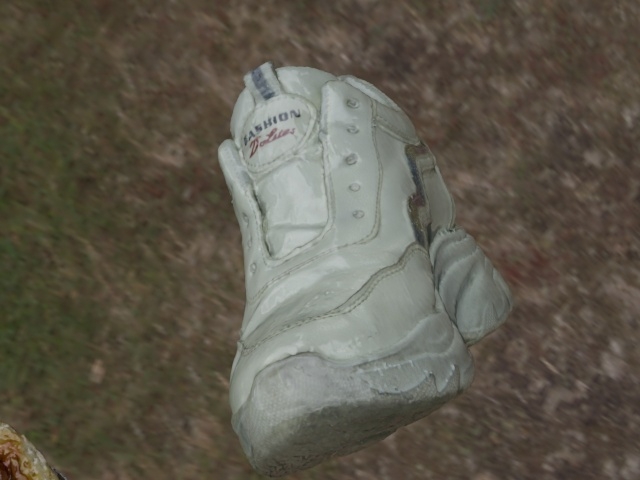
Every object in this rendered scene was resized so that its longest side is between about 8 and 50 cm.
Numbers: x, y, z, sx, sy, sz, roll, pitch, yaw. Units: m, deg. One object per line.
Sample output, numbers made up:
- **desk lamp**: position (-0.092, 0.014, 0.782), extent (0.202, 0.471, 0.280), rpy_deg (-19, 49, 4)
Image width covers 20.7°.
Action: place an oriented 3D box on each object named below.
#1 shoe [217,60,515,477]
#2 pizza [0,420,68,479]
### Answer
- **shoe**: position (0.000, 0.000, 1.010), extent (0.132, 0.342, 0.210), rpy_deg (-26, 94, 19)
- **pizza**: position (-0.213, 0.226, 1.286), extent (0.127, 0.058, 0.246), rpy_deg (-22, 102, 43)
